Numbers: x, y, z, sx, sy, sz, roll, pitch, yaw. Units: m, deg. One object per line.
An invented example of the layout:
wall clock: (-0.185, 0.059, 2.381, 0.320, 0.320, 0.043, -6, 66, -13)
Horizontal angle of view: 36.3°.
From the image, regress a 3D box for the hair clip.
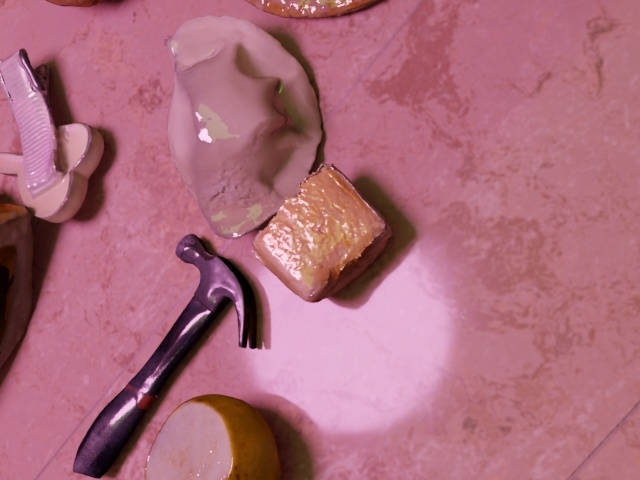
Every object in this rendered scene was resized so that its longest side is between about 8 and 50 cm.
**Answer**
hair clip: (-0.338, -0.113, 1.161, 0.159, 0.071, 0.219, -31, 66, 23)

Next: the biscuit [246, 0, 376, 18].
biscuit: (0.004, -0.333, 1.065, 0.265, 0.040, 0.188, -1, 82, 21)

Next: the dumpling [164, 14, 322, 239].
dumpling: (-0.080, -0.119, 1.038, 0.166, 0.126, 0.216, -11, 62, -6)

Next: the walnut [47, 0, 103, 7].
walnut: (-0.295, -0.351, 1.131, 0.149, 0.166, 0.167, -11, 78, 30)

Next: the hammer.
hammer: (-0.176, 0.147, 1.074, 0.137, 0.037, 0.290, 38, 97, 24)

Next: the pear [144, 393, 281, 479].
pear: (-0.100, 0.231, 0.997, 0.141, 0.104, 0.141, -21, 55, 33)

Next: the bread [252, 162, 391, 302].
bread: (0.001, -0.001, 1.000, 0.125, 0.082, 0.106, -44, 79, 1)

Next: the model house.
model house: (-0.475, 0.054, 1.160, 0.239, 0.173, 0.268, 22, 66, 35)
